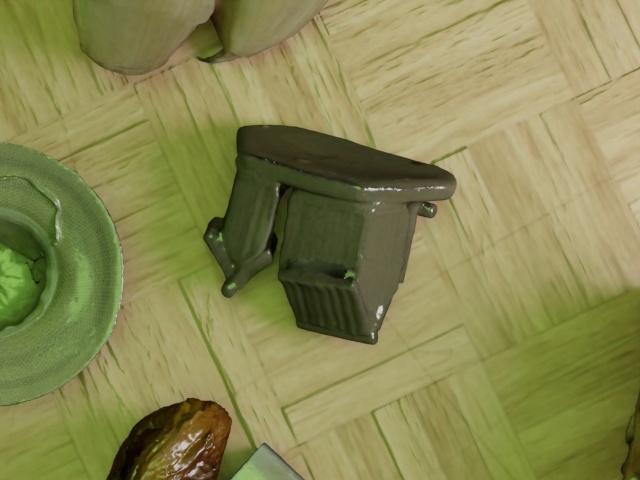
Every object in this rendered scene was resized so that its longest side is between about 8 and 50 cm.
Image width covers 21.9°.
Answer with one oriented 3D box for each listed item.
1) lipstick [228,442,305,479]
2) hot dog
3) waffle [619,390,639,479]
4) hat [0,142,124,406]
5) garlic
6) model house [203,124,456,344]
[{"bbox_3d":[0.012,0.305,1.580,0.253,0.079,0.077,42,80,5],"label":"lipstick"},{"bbox_3d":[-0.154,0.256,1.551,0.099,0.160,0.227,14,83,-10],"label":"hot dog"},{"bbox_3d":[0.339,0.212,1.498,0.114,0.261,0.376,11,84,6],"label":"waffle"},{"bbox_3d":[-0.318,0.035,1.592,0.252,0.110,0.252,0,88,-14],"label":"hat"},{"bbox_3d":[-0.113,-0.315,1.598,0.249,0.286,0.313,-5,74,44],"label":"garlic"},{"bbox_3d":[-0.001,-0.005,1.596,0.229,0.122,0.188,15,97,16],"label":"model house"}]
